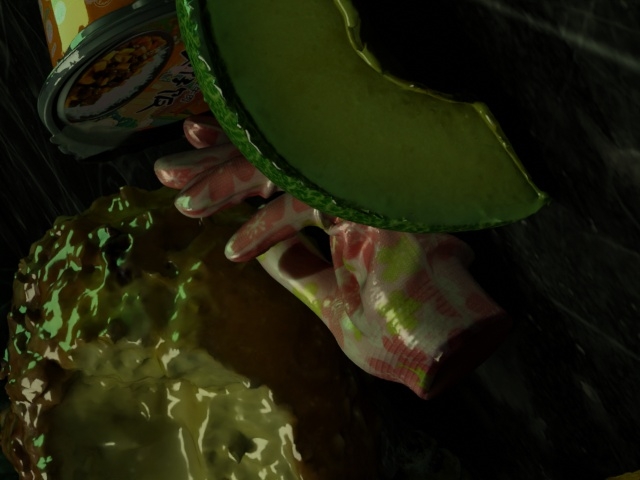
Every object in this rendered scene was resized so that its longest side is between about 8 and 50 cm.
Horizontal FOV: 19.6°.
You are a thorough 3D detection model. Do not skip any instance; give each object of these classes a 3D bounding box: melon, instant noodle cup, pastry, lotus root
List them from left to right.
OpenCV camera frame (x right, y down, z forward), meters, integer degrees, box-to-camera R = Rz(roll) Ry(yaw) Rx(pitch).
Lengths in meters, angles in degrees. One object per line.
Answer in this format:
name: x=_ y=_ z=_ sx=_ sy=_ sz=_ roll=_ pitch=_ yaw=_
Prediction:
instant noodle cup: x=-0.109 y=-0.154 z=1.180 sx=0.177 sy=0.208 sz=0.126 roll=16 pitch=-132 yaw=-58
pastry: x=-0.097 y=0.137 z=1.415 sx=0.337 sy=0.292 sz=0.405 roll=-76 pitch=-25 yaw=-71
melon: x=-0.009 y=-0.097 z=1.012 sx=0.265 sy=0.129 sz=0.169 roll=57 pitch=170 yaw=-3
lotus root: x=0.088 y=0.204 z=1.422 sx=0.088 sy=0.088 sz=0.165 roll=50 pitch=161 yaw=30

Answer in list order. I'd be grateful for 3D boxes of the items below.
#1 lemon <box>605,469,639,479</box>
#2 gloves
lemon: x=0.182 y=0.203 z=0.974 sx=0.187 sy=0.142 sz=0.142 roll=57 pitch=168 yaw=-26
gloves: x=0.009 y=-0.008 z=1.165 sx=0.241 sy=0.126 sz=0.145 roll=50 pitch=-171 yaw=17
